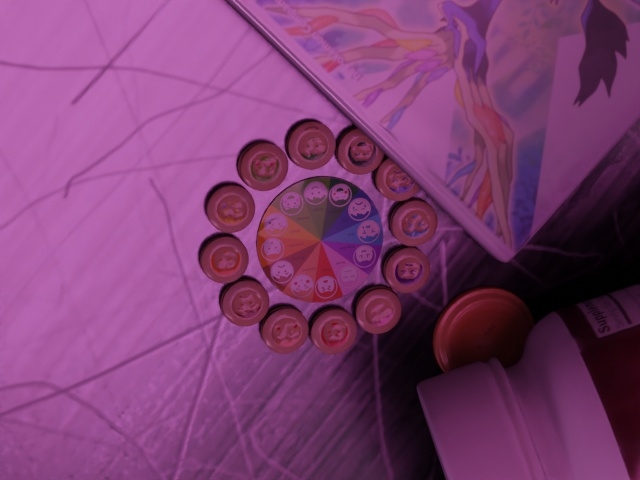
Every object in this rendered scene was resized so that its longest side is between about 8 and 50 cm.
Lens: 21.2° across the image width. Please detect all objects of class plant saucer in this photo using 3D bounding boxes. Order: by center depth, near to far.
[{"bbox_3d":[0.129,0.077,1.338,0.083,0.013,0.083,-4,106,-14],"label":"plant saucer"}]

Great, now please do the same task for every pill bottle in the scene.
[{"bbox_3d":[0.284,0.131,1.261,0.392,0.224,0.224,-19,110,1],"label":"pill bottle"}]

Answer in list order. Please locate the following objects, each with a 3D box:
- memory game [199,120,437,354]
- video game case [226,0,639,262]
[{"bbox_3d":[0.000,0.000,1.283,0.186,0.012,0.186,-4,107,-14],"label":"memory game"},{"bbox_3d":[0.124,-0.196,1.240,0.329,0.036,0.300,42,89,-21],"label":"video game case"}]
